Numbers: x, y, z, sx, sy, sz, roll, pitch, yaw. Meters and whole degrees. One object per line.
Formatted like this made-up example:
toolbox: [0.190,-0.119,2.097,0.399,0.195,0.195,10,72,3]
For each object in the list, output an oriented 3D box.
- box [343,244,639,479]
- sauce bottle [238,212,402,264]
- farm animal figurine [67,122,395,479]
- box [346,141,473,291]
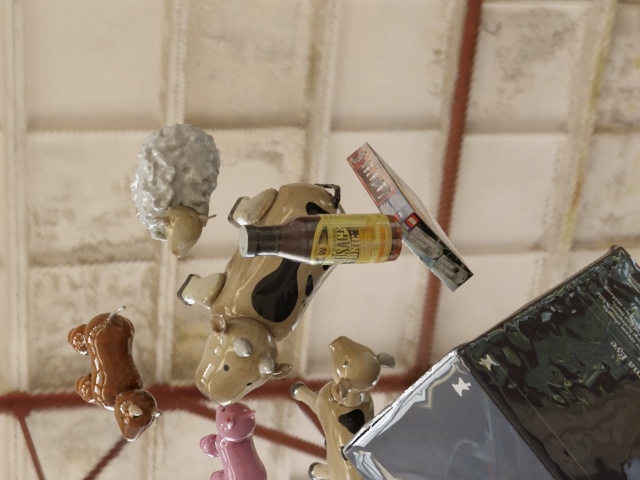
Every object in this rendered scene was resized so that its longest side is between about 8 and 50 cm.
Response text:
box: [0.253,0.221,1.057,0.312,0.343,0.179,-22,-21,-49]
sauce bottle: [0.000,0.000,0.939,0.128,0.042,0.042,-3,-63,-18]
farm animal figurine: [-0.048,0.087,1.112,0.330,0.172,0.327,20,-101,-26]
box: [0.078,-0.023,1.057,0.027,0.137,0.094,-41,-57,9]
